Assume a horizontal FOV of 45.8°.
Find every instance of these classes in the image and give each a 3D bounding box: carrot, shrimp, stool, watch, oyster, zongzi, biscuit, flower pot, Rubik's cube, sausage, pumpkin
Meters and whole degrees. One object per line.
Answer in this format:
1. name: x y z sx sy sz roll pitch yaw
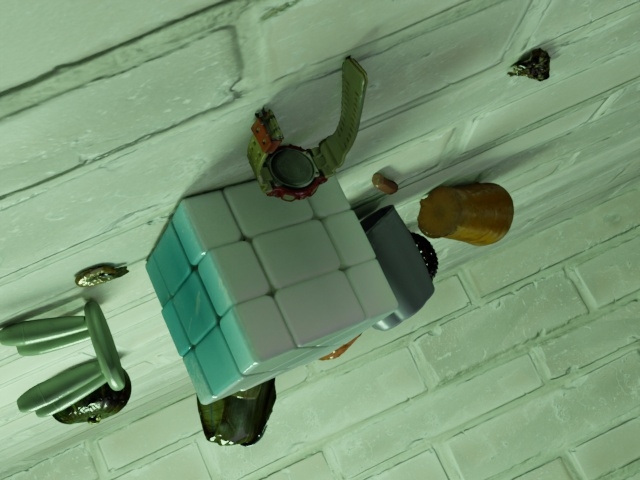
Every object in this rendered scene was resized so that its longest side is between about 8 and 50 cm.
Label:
1. carrot: 0.387 -0.084 2.085 0.254 0.196 0.196 7 147 -47
2. shrimp: -0.408 0.062 1.426 0.108 0.023 0.059 -17 156 -34
3. stool: -0.523 0.241 1.551 0.199 0.195 0.195 -18 166 -14
4. watch: -0.025 -0.161 1.143 0.165 0.102 0.268 -20 158 -15
5. oyster: 0.402 -0.323 1.406 0.132 0.029 0.086 -14 163 -34
6. zongzi: -0.143 0.292 1.866 0.432 0.403 0.208 -20 160 39
7. biscuit: 0.274 0.065 2.341 0.195 0.194 0.053 -33 169 29
8. flower pot: 0.146 0.077 1.874 0.265 0.243 0.265 -39 -173 6
9. Rubik's cube: -0.105 0.084 1.432 0.319 0.315 0.322 -18 166 -32
10. sausage: 0.145 -0.125 1.699 0.035 0.030 0.147 -30 166 17
11. pumpkin: -0.653 0.444 2.162 0.238 0.159 0.238 -22 171 -4

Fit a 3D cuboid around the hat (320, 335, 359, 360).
1. hat: 0.082 0.181 2.295 0.400 0.285 0.285 -35 164 24
